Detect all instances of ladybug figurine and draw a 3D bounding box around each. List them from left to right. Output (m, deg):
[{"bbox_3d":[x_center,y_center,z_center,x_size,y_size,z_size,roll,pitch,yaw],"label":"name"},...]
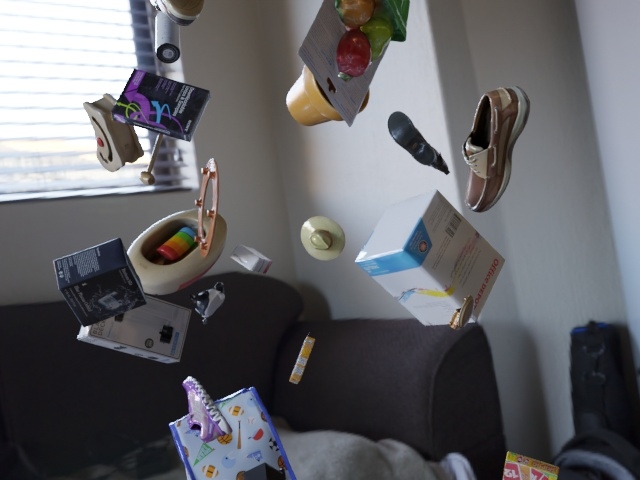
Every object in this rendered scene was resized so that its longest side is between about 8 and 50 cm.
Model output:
[{"bbox_3d":[-0.523,0.049,2.482,0.305,0.162,0.449,28,51,27],"label":"ladybug figurine"}]

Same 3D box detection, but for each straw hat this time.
[{"bbox_3d":[0.000,0.000,2.015,0.144,0.145,0.061,-10,10,15],"label":"straw hat"}]

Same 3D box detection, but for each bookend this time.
[{"bbox_3d":[-0.135,0.519,1.344,0.072,0.156,0.157,-30,-48,16],"label":"bookend"}]

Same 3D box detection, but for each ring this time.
[{"bbox_3d":[-0.393,-0.111,2.269,0.032,0.337,0.336,4,-5,-20],"label":"ring"}]

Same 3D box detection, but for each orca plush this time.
[{"bbox_3d":[-0.405,0.194,2.333,0.102,0.151,0.287,21,16,3],"label":"orca plush"}]

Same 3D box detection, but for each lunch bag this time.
[{"bbox_3d":[-0.293,0.725,2.228,0.327,0.386,0.239,-22,-13,-19],"label":"lunch bag"}]

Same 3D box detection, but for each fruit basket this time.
[{"bbox_3d":[0.075,-0.507,1.615,0.165,0.353,0.327,24,-9,31],"label":"fruit basket"}]

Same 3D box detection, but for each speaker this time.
[{"bbox_3d":[-0.348,-0.467,1.518,0.055,0.136,0.055,-7,-39,-6],"label":"speaker"}]

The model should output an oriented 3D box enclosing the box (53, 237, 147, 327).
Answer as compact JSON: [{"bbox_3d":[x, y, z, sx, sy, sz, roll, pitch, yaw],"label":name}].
[{"bbox_3d":[-0.503,0.098,1.530,0.158,0.093,0.156,-21,-40,-11],"label":"box"}]

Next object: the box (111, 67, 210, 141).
[{"bbox_3d":[-0.312,-0.267,1.309,0.162,0.116,0.029,17,-25,1],"label":"box"}]

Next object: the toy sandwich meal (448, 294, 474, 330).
[{"bbox_3d":[0.317,0.160,1.492,0.029,0.086,0.085,20,14,29],"label":"toy sandwich meal"}]

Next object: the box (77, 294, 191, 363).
[{"bbox_3d":[-0.543,0.247,1.961,0.289,0.169,0.087,24,-25,-30],"label":"box"}]

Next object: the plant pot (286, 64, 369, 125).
[{"bbox_3d":[0.006,-0.424,1.925,0.205,0.205,0.188,-9,-8,-38],"label":"plant pot"}]

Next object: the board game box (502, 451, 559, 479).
[{"bbox_3d":[0.523,0.646,1.692,0.124,0.260,0.039,12,41,22],"label":"board game box"}]

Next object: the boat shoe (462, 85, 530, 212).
[{"bbox_3d":[0.397,-0.219,1.615,0.116,0.325,0.123,-4,30,-22],"label":"boat shoe"}]

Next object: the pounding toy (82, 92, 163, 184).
[{"bbox_3d":[-0.552,-0.290,1.888,0.154,0.270,0.154,-35,33,-33],"label":"pounding toy"}]

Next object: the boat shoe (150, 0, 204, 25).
[{"bbox_3d":[-0.332,-0.547,1.468,0.102,0.285,0.092,0,-43,-35],"label":"boat shoe"}]

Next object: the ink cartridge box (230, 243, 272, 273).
[{"bbox_3d":[-0.242,0.065,2.349,0.099,0.056,0.135,32,2,16],"label":"ink cartridge box"}]

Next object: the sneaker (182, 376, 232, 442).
[{"bbox_3d":[-0.372,0.524,2.042,0.104,0.236,0.095,-35,-34,-13],"label":"sneaker"}]

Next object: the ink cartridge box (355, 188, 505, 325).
[{"bbox_3d":[0.273,0.051,1.644,0.197,0.270,0.198,-17,34,57],"label":"ink cartridge box"}]

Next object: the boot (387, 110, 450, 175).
[{"bbox_3d":[0.361,-0.347,2.432,0.091,0.263,0.229,-40,-16,18],"label":"boot"}]

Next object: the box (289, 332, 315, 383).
[{"bbox_3d":[-0.047,0.321,1.820,0.028,0.136,0.081,23,-20,1],"label":"box"}]
